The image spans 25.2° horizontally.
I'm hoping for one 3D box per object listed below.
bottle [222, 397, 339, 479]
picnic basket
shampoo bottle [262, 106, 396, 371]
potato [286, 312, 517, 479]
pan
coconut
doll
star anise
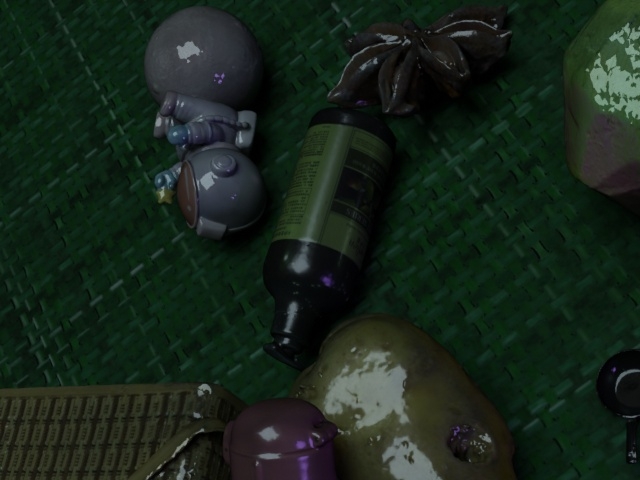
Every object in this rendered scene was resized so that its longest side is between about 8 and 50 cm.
[{"bbox_3d":[-0.030,0.266,1.272,0.120,0.120,0.253,0,99,29],"label":"bottle"},{"bbox_3d":[-0.188,0.261,1.409,0.312,0.228,0.175,-5,60,27],"label":"picnic basket"},{"bbox_3d":[0.000,0.000,1.530,0.101,0.101,0.284,5,66,31],"label":"shampoo bottle"},{"bbox_3d":[0.082,0.206,1.346,0.191,0.141,0.296,-40,58,6],"label":"potato"},{"bbox_3d":[0.291,0.157,1.329,0.068,0.023,0.115,-7,58,25],"label":"pan"},{"bbox_3d":[0.332,-0.121,1.351,0.236,0.236,0.204,-45,29,0],"label":"coconut"},{"bbox_3d":[-0.126,-0.130,1.658,0.151,0.151,0.287,-19,63,19],"label":"doll"},{"bbox_3d":[0.108,-0.194,1.573,0.212,0.073,0.197,-3,36,28],"label":"star anise"}]
